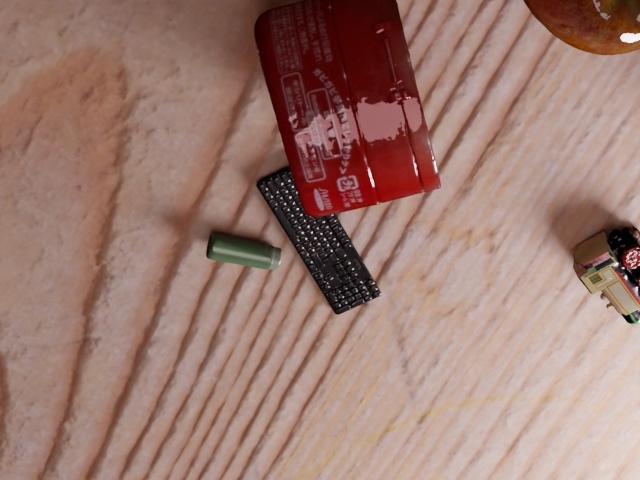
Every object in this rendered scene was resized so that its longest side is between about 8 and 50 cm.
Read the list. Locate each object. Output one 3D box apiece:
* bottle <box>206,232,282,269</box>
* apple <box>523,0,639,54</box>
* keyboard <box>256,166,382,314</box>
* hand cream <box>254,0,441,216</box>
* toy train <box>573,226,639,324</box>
[{"bbox_3d":[-0.086,0.014,1.812,0.083,0.030,0.030,11,120,-13],"label":"bottle"},{"bbox_3d":[0.286,-0.278,1.580,0.188,0.174,0.188,-3,121,-6],"label":"apple"},{"bbox_3d":[0.000,0.000,1.821,0.061,0.013,0.204,-25,121,11],"label":"keyboard"},{"bbox_3d":[0.028,-0.141,1.614,0.149,0.230,0.230,-15,122,1],"label":"hand cream"},{"bbox_3d":[0.357,0.046,1.860,0.087,0.050,0.138,-31,121,19],"label":"toy train"}]
